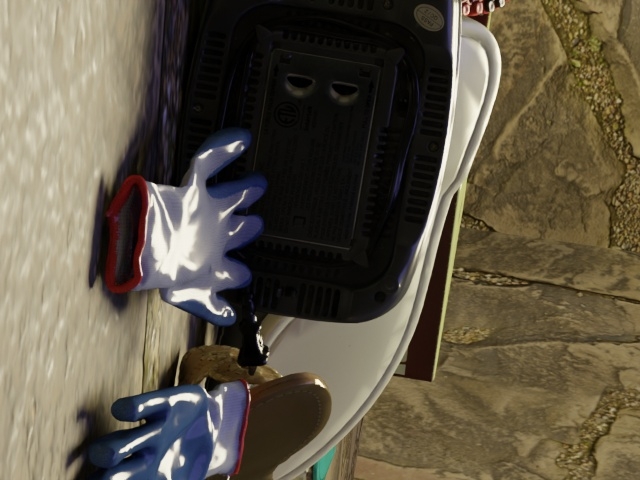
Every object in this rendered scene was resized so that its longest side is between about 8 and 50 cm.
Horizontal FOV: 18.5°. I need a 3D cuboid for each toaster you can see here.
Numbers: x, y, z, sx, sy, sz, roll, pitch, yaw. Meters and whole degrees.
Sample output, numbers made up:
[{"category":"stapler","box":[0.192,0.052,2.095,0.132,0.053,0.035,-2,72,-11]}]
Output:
[{"category":"toaster","box":[0.000,-0.054,0.997,0.146,0.129,0.227,-69,167,-80]}]

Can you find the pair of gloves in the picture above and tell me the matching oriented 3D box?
[{"category":"pair of gloves","box":[-0.063,0.049,0.860,0.159,0.023,0.198,-11,110,-70]}]

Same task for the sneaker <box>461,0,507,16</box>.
[{"category":"sneaker","box":[0.038,-0.155,1.263,0.225,0.092,0.088,-33,124,-39]}]

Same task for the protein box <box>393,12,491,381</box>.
[{"category":"protein box","box":[0.038,-0.044,1.436,0.201,0.136,0.200,94,6,-45]}]

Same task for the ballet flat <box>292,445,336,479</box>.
[{"category":"ballet flat","box":[-0.019,0.073,1.280,0.091,0.077,0.241,-59,164,-49]}]

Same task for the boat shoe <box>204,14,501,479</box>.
[{"category":"boat shoe","box":[0.000,0.000,1.157,0.116,0.099,0.319,8,113,-44]}]

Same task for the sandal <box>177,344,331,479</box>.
[{"category":"sandal","box":[-0.056,0.097,1.055,0.240,0.088,0.079,104,-35,-62]}]
